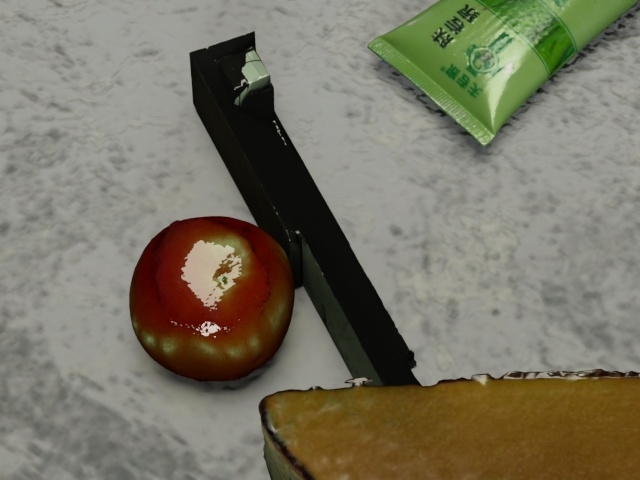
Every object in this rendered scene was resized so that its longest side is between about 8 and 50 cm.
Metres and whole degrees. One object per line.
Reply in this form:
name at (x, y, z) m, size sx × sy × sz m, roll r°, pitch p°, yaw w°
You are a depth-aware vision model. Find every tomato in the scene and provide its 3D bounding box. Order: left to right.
tomato at (-0.055, 0.027, 0.943) m, size 0.087 × 0.075 × 0.087 m, roll 0°, pitch 59°, yaw -1°

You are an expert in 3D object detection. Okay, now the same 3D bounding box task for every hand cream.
hand cream at (0.122, -0.133, 1.063) m, size 0.175 × 0.046 × 0.095 m, roll -38°, pitch 66°, yaw -20°

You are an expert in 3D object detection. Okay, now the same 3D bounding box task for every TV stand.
TV stand at (0.000, 0.000, 0.975) m, size 0.040 × 0.049 × 0.256 m, roll -21°, pitch 58°, yaw -14°

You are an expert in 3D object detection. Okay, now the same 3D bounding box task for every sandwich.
sandwich at (0.084, 0.159, 0.829) m, size 0.220 × 0.108 × 0.186 m, roll -1°, pitch 55°, yaw -2°
